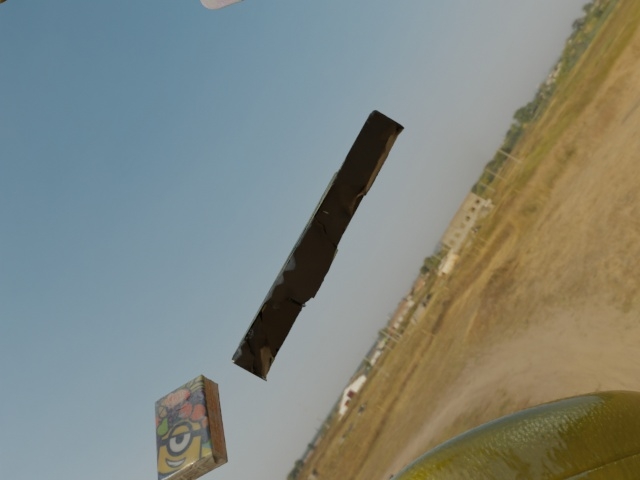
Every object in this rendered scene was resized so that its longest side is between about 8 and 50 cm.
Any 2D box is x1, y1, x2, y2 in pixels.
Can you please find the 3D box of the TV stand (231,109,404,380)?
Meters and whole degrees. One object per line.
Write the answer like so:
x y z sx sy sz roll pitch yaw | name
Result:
0.000 0.000 0.458 0.249 0.036 0.042 -61 4 -8 | TV stand

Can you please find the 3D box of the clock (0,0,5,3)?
-0.453 -0.362 0.643 0.170 0.069 0.232 22 -74 -47 | clock

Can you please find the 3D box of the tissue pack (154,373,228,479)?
-0.213 0.311 0.856 0.108 0.148 0.060 -31 -46 8 | tissue pack

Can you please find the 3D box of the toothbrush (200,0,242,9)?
0.043 -0.197 0.329 0.024 0.353 0.029 54 -127 -38 | toothbrush

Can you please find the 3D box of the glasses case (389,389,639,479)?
0.217 0.246 0.500 0.370 0.141 0.173 -10 -45 -17 | glasses case
